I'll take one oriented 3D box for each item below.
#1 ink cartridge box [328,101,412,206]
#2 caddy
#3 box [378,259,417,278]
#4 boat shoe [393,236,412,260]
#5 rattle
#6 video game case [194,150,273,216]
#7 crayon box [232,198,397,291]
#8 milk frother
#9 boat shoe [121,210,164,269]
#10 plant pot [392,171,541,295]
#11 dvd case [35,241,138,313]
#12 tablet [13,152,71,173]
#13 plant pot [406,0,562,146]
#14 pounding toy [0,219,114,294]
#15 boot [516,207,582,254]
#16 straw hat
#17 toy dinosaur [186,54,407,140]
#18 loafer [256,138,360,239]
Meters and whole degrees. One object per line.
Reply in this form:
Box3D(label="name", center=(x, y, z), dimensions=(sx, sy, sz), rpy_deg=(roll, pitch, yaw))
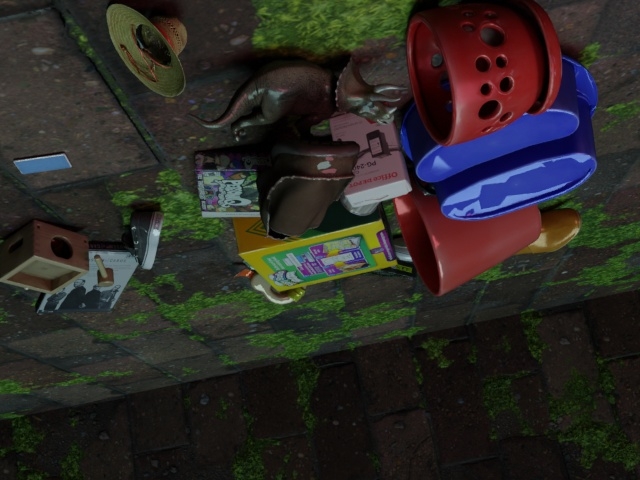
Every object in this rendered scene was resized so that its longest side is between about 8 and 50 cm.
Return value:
Box3D(label="ink cartridge box", center=(0.085, -0.146, 1.418), dimensions=(0.109, 0.151, 0.063), rpy_deg=(-15, 162, 10))
Box3D(label="caddy", center=(0.305, -0.184, 1.409), dimensions=(0.341, 0.179, 0.241), rpy_deg=(-18, 139, 22))
Box3D(label="box", center=(0.130, 0.067, 2.176), dimensions=(0.190, 0.045, 0.184), rpy_deg=(2, 174, 37))
Box3D(label="boat shoe", center=(0.283, 0.001, 2.133), dimensions=(0.226, 0.083, 0.076), rpy_deg=(-1, 125, -2))
Box3D(label="rattle", center=(-0.137, 0.081, 2.172), dimensions=(0.199, 0.143, 0.130), rpy_deg=(10, 123, -16))
Box3D(label="video game case", center=(-0.126, -0.102, 1.556), dimensions=(0.210, 0.042, 0.232), rpy_deg=(-1, 160, -6))
Box3D(label="crayon box", center=(0.000, 0.000, 1.887), dimensions=(0.313, 0.106, 0.363), rpy_deg=(-12, 162, 7))
Box3D(label="milk frother", center=(0.132, -0.101, 1.560), dimensions=(0.129, 0.143, 0.135), rpy_deg=(-36, 172, -33))
Box3D(label="boat shoe", center=(-0.374, -0.003, 1.707), dimensions=(0.076, 0.080, 0.228), rpy_deg=(12, 160, -12))
Box3D(label="plant pot", center=(0.306, -0.050, 1.722), dimensions=(0.243, 0.275, 0.275), rpy_deg=(-21, 163, -5))
Box3D(label="dvd case", center=(-0.517, 0.086, 1.849), dimensions=(0.179, 0.030, 0.239), rpy_deg=(2, 140, -37))
Box3D(label="tablet", center=(-0.461, -0.128, 1.373), dimensions=(0.083, 0.006, 0.054), rpy_deg=(-9, 162, -6))
Box3D(label="plant pot", center=(0.230, -0.242, 1.163), dimensions=(0.174, 0.191, 0.191), rpy_deg=(-14, 163, -10))
Box3D(label="pounding toy", center=(-0.508, 0.031, 1.666), dimensions=(0.181, 0.094, 0.206), rpy_deg=(-28, 148, 31))
Box3D(label="boot", center=(0.510, -0.013, 2.163), dimensions=(0.211, 0.104, 0.295), rpy_deg=(2, 162, -36))
Box3D(label="straw hat", center=(-0.202, -0.255, 1.046), dimensions=(0.061, 0.144, 0.144), rpy_deg=(-46, 176, -25))
Box3D(label="toy dinosaur", center=(-0.047, -0.219, 1.228), dimensions=(0.313, 0.121, 0.160), rpy_deg=(3, 146, -27))
Box3D(label="loafer", center=(-0.021, -0.072, 1.319), dimensions=(0.133, 0.130, 0.366), rpy_deg=(0, 171, -11))
